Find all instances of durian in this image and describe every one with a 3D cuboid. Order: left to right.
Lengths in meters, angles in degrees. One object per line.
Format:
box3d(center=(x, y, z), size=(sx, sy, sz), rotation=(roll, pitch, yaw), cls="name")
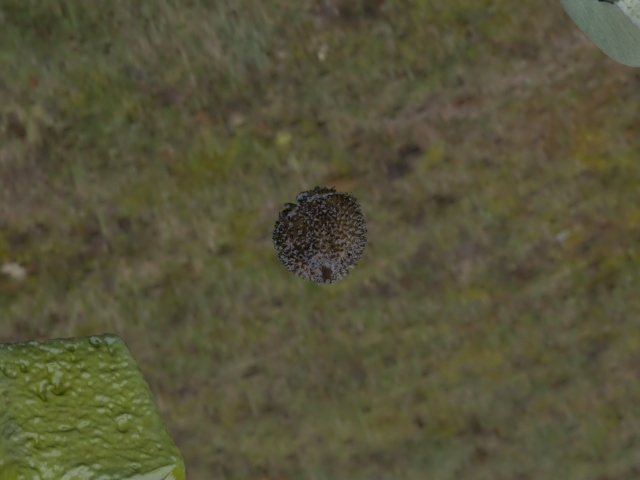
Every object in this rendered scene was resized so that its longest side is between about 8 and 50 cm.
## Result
box3d(center=(0.000, 0.000, 1.443), size=(0.080, 0.091, 0.080), rotation=(-2, 142, -1), cls="durian")

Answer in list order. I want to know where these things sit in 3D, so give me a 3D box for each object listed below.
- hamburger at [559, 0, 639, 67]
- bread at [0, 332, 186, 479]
box3d(center=(0.181, -0.137, 1.074), size=(0.054, 0.121, 0.084), rotation=(-49, 124, -8), cls="hamburger")
box3d(center=(-0.154, 0.126, 1.081), size=(0.129, 0.114, 0.111), rotation=(-1, 148, -32), cls="bread")
